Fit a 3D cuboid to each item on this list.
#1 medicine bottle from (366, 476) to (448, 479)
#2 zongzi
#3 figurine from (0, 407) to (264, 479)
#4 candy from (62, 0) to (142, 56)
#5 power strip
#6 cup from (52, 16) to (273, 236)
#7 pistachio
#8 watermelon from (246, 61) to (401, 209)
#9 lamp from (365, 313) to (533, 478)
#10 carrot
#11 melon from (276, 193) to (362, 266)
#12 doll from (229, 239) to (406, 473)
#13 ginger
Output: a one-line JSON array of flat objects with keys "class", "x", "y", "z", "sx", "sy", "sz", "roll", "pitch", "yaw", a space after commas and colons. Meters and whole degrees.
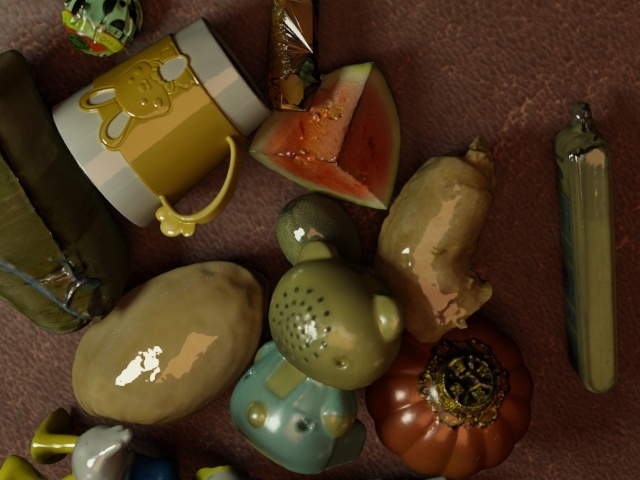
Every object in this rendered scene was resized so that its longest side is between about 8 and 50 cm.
[{"class": "medicine bottle", "x": 0.069, "y": 0.405, "z": 1.641, "sx": 0.247, "sy": 0.147, "sz": 0.147, "roll": -16, "pitch": 109, "yaw": 6}, {"class": "zongzi", "x": -0.458, "y": -0.011, "z": 1.479, "sx": 0.393, "sy": 0.174, "sz": 0.356, "roll": -19, "pitch": 118, "yaw": 17}, {"class": "figurine", "x": -0.215, "y": 0.359, "z": 1.572, "sx": 0.338, "sy": 0.204, "sz": 0.283, "roll": 1, "pitch": 136, "yaw": 19}, {"class": "candy", "x": -0.208, "y": -0.357, "z": 1.414, "sx": 0.091, "sy": 0.083, "sz": 0.305, "roll": 34, "pitch": 98, "yaw": 6}, {"class": "power strip", "x": 0.343, "y": 0.011, "z": 1.525, "sx": 0.066, "sy": 0.092, "sz": 0.388, "roll": -7, "pitch": 109, "yaw": 0}, {"class": "cup", "x": -0.173, "y": -0.126, "z": 1.416, "sx": 0.226, "sy": 0.185, "sz": 0.241, "roll": -37, "pitch": 68, "yaw": 5}, {"class": "pistachio", "x": -0.192, "y": 0.137, "z": 1.533, "sx": 0.293, "sy": 0.162, "sz": 0.181, "roll": -36, "pitch": 91, "yaw": 9}, {"class": "watermelon", "x": 0.005, "y": -0.125, "z": 1.481, "sx": 0.145, "sy": 0.137, "sz": 0.193, "roll": 8, "pitch": 114, "yaw": 35}, {"class": "lamp", "x": 0.168, "y": 0.198, "z": 1.537, "sx": 0.223, "sy": 0.196, "sz": 0.223, "roll": 3, "pitch": 74, "yaw": -10}, {"class": "carrot", "x": -0.029, "y": -0.269, "z": 1.419, "sx": 0.069, "sy": 0.069, "sz": 0.229, "roll": 3, "pitch": 95, "yaw": -1}, {"class": "melon", "x": 0.000, "y": 0.000, "z": 1.518, "sx": 0.098, "sy": 0.098, "sz": 0.131, "roll": -32, "pitch": 109, "yaw": 11}, {"class": "doll", "x": -0.001, "y": 0.143, "z": 1.450, "sx": 0.161, "sy": 0.177, "sz": 0.261, "roll": 0, "pitch": 123, "yaw": -48}, {"class": "ginger", "x": 0.147, "y": -0.005, "z": 1.481, "sx": 0.152, "sy": 0.138, "sz": 0.267, "roll": 8, "pitch": 93, "yaw": 8}]
